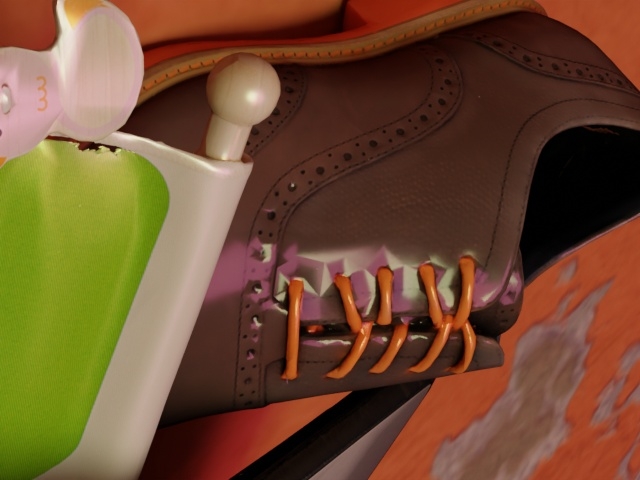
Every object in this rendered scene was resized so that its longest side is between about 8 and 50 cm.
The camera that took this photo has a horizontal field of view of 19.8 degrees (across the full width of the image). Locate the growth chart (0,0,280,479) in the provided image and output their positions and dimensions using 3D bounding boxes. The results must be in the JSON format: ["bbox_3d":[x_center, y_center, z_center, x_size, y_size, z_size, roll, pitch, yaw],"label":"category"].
[{"bbox_3d":[-0.123,0.030,0.365,0.237,0.021,0.172,-6,124,-33],"label":"growth chart"}]

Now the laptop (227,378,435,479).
[{"bbox_3d":[-0.053,0.290,0.443,0.408,0.236,0.382,-57,168,20],"label":"laptop"}]

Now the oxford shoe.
[{"bbox_3d":[0.000,0.000,0.495,0.271,0.098,0.097,-32,143,-37],"label":"oxford shoe"}]
